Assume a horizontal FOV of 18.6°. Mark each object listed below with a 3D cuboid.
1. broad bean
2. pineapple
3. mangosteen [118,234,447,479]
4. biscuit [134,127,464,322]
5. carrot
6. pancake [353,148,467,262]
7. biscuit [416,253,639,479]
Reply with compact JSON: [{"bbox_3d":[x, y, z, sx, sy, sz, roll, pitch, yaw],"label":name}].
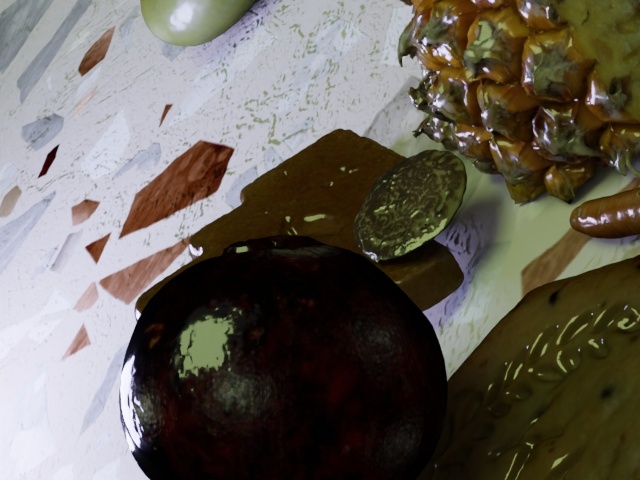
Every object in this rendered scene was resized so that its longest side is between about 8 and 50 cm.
[{"bbox_3d":[-0.114,-0.349,2.233,0.238,0.119,0.291,-25,40,46],"label":"broad bean"},{"bbox_3d":[0.116,-0.180,1.535,0.286,0.209,0.344,-32,36,40],"label":"pineapple"},{"bbox_3d":[-0.024,0.129,1.323,0.228,0.228,0.265,-4,90,58],"label":"mangosteen"},{"bbox_3d":[0.000,0.001,1.621,0.278,0.043,0.301,-6,34,23],"label":"biscuit"},{"bbox_3d":[0.249,-0.024,1.321,0.248,0.043,0.043,-10,50,59],"label":"carrot"},{"bbox_3d":[0.069,-0.028,1.540,0.115,0.011,0.115,-30,34,23],"label":"pancake"},{"bbox_3d":[0.153,0.159,1.264,0.359,0.046,0.359,-39,29,28],"label":"biscuit"}]
